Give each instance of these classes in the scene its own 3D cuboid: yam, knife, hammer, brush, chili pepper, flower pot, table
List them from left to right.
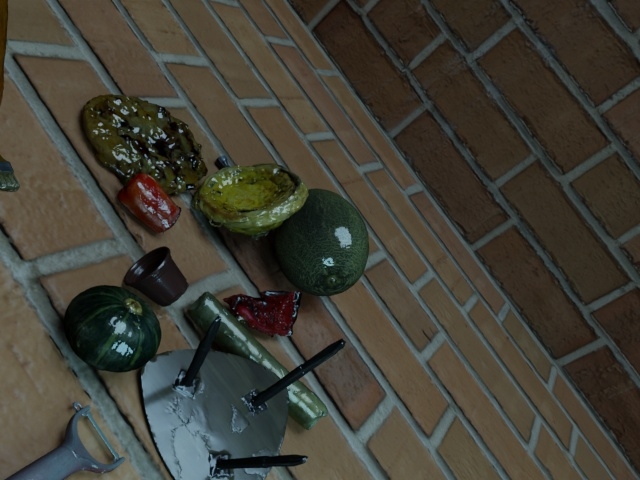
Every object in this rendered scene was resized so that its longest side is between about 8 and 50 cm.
[{"bbox_3d":[-0.611,-0.163,1.193,0.043,0.014,0.169,-3,58,-56],"label":"brush"},{"bbox_3d":[-0.397,0.322,0.892,0.123,0.053,0.278,49,26,8],"label":"knife"},{"bbox_3d":[-0.391,-0.103,1.380,0.192,0.084,0.086,46,11,-20],"label":"chili pepper"},{"bbox_3d":[-0.319,0.080,1.265,0.089,0.111,0.111,56,23,-27],"label":"flower pot"},{"bbox_3d":[-0.131,0.259,1.341,0.371,0.083,0.083,45,28,-7],"label":"yam"},{"bbox_3d":[-0.108,0.264,1.115,0.317,0.249,0.317,24,46,-27],"label":"table"},{"bbox_3d":[-0.179,-0.189,1.855,0.137,0.037,0.290,56,28,10],"label":"hammer"}]

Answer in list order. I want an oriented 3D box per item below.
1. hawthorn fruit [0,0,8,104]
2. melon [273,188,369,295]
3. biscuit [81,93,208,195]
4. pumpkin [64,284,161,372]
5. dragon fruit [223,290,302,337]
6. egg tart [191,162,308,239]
[{"bbox_3d":[-0.646,-0.317,0.876,0.472,0.472,0.471,37,31,-26],"label":"hawthorn fruit"},{"bbox_3d":[0.000,0.000,1.674,0.249,0.248,0.329,34,24,-31],"label":"melon"},{"bbox_3d":[-0.406,-0.237,1.526,0.334,0.081,0.289,2,54,-54],"label":"biscuit"},{"bbox_3d":[-0.353,0.151,1.082,0.167,0.125,0.167,53,7,-10],"label":"pumpkin"},{"bbox_3d":[-0.127,0.164,1.430,0.192,0.123,0.092,19,56,-50],"label":"dragon fruit"},{"bbox_3d":[-0.175,-0.091,1.593,0.290,0.291,0.107,-87,175,-52],"label":"egg tart"}]
